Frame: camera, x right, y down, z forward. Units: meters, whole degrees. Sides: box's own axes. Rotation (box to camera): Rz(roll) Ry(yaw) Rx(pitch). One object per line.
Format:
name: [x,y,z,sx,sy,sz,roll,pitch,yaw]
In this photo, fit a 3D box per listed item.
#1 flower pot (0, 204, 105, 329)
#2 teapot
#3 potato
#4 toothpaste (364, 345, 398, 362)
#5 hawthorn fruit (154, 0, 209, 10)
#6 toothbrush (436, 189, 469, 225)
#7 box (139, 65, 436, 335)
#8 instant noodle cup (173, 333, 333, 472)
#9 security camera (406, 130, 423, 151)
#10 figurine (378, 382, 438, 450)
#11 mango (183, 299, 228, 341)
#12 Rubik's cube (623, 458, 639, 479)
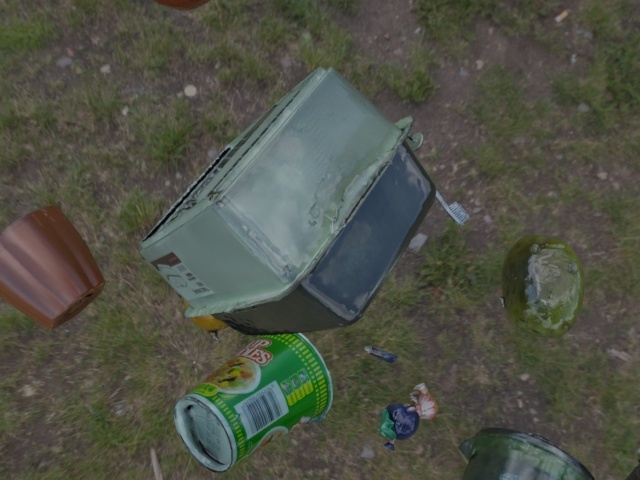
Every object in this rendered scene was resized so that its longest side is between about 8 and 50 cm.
flower pot: [-0.499,0.060,1.163,0.191,0.190,0.173,-40,90,-15]
teapot: [0.280,0.441,0.887,0.271,0.200,0.337,17,58,27]
potato: [0.499,0.099,1.452,0.149,0.197,0.228,26,80,-27]
toothpaste: [0.138,0.262,1.475,0.083,0.027,0.019,24,31,-16]
hawthorn fruit: [-0.230,-0.440,1.007,0.157,0.194,0.156,32,47,-42]
toothbrush: [0.166,-0.137,1.140,0.026,0.024,0.288,-40,96,26]
box: [-0.039,-0.021,0.630,0.166,0.291,0.220,43,64,-16]
instant noodle cup: [-0.123,0.290,1.142,0.233,0.207,0.207,-27,85,-46]
security camera: [0.231,-0.282,1.729,0.092,0.058,0.058,21,74,-34]
figurine: [0.231,0.452,1.657,0.195,0.111,0.102,-20,52,-36]
mango: [-0.210,0.039,1.249,0.119,0.176,0.316,-2,81,-30]
Rubik's cube: [0.670,0.477,0.915,0.359,0.362,0.363,-10,55,5]
